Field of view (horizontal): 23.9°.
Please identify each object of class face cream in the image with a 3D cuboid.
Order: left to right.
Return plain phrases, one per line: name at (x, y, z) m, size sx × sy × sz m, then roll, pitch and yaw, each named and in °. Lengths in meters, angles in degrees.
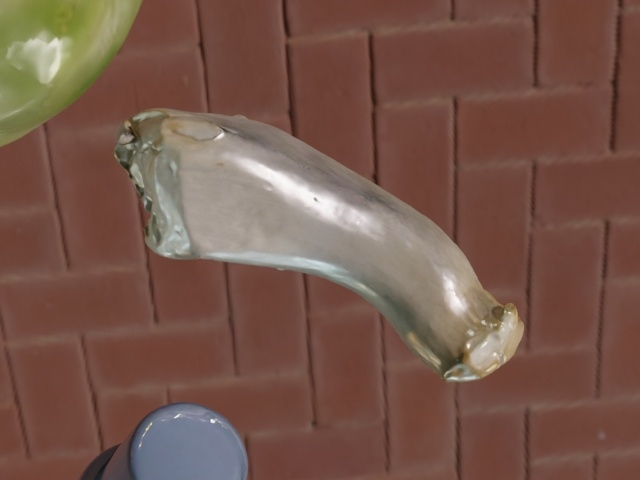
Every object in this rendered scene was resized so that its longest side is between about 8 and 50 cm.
face cream at (-0.136, 0.201, 0.975) m, size 0.135 × 0.086 × 0.385 m, roll -28°, pitch 167°, yaw -31°

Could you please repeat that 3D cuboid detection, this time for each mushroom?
mushroom at (0.000, -0.002, 0.920) m, size 0.278 × 0.096 × 0.099 m, roll 27°, pitch 138°, yaw -7°

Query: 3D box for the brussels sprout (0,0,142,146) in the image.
brussels sprout at (-0.218, -0.176, 0.633) m, size 0.328 × 0.328 × 0.247 m, roll 9°, pitch 164°, yaw -11°
